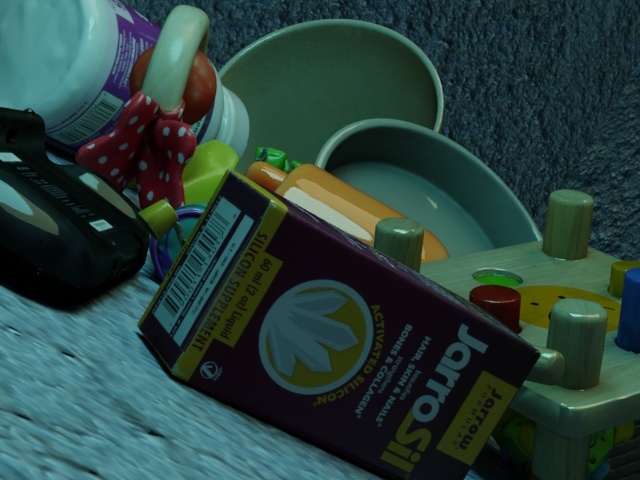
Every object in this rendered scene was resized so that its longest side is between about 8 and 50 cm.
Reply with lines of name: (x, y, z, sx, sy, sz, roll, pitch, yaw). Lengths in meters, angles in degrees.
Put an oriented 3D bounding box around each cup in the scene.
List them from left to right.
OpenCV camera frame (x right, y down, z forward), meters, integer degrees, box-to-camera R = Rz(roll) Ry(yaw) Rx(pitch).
cup: (0.015, -0.103, 1.976, 0.331, 0.331, 0.237, 32, -23, 28)

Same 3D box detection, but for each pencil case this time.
pencil case: (-0.085, 0.005, 1.061, 0.070, 0.064, 0.151, 15, 4, 0)

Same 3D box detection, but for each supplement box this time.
supplement box: (0.011, 0.054, 0.786, 0.188, 0.104, 0.081, 29, 4, -25)

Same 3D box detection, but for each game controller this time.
game controller: (-0.184, -0.029, 0.857, 0.166, 0.067, 0.319, 45, 3, -2)

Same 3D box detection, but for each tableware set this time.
tableware set: (-0.062, 0.033, 0.904, 0.154, 0.024, 0.104, 46, -14, 26)

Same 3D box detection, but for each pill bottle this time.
pill bottle: (-0.210, -0.156, 1.542, 0.169, 0.169, 0.301, 32, 3, 35)

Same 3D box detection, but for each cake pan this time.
cake pan: (0.102, 0.015, 1.384, 0.293, 0.054, 0.293, 22, 46, -25)

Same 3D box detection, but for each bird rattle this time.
bird rattle: (-0.150, -0.114, 1.293, 0.143, 0.206, 0.253, 12, -9, 6)

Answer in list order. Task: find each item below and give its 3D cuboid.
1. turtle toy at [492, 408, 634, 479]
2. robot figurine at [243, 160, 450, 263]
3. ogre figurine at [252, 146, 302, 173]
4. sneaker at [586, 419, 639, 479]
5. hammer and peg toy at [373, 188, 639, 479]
turtle toy: (0.172, 0.149, 1.098, 0.095, 0.066, 0.130, -4, 18, -22)
robot figurine: (0.015, 0.022, 1.191, 0.219, 0.128, 0.158, 30, -8, 7)
ogre figurine: (0.000, 0.000, 1.465, 0.197, 0.118, 0.097, 29, 5, -14)
sneaker: (0.288, 0.189, 1.172, 0.150, 0.135, 0.366, 37, 8, -30)
hammer and peg toy: (0.140, 0.072, 1.016, 0.361, 0.127, 0.266, -10, 24, -37)
